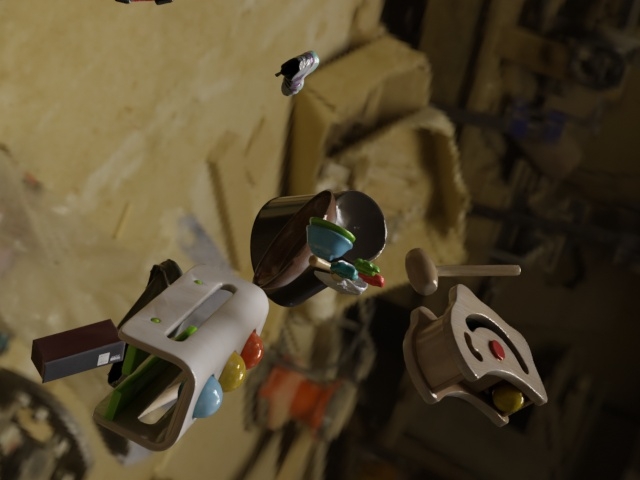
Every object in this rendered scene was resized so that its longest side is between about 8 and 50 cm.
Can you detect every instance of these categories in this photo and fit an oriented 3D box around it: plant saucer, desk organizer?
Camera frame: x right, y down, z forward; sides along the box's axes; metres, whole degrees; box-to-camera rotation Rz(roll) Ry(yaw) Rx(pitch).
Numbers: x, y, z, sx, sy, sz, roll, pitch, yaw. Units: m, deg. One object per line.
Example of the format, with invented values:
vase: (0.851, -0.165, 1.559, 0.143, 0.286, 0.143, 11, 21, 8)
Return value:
plant saucer: (-0.033, 0.006, 2.181, 0.198, 0.036, 0.198, -47, -166, 15)
desk organizer: (-0.361, 0.163, 2.045, 0.130, 0.050, 0.047, -15, 140, -30)

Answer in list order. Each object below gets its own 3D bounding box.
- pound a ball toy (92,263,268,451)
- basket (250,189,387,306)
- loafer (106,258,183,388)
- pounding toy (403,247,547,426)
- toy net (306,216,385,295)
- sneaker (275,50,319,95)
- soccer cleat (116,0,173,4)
pound a ball toy: (-0.161, 0.171, 1.720, 0.319, 0.135, 0.208, -44, 156, -68)
basket: (0.000, 0.000, 2.393, 0.154, 0.227, 0.204, 8, 75, -32)
loafer: (-0.294, 0.151, 2.311, 0.087, 0.094, 0.251, 12, 96, -33)
pounding toy: (0.205, 0.129, 1.723, 0.269, 0.154, 0.154, 39, 32, -33)
toy net: (0.042, 0.035, 1.925, 0.232, 0.122, 0.045, 69, 43, -73)
sneaker: (-0.051, -0.264, 2.200, 0.069, 0.038, 0.098, -22, 157, -47)
soccer cleat: (-0.283, -0.350, 1.488, 0.143, 0.331, 0.116, -107, -147, -41)
